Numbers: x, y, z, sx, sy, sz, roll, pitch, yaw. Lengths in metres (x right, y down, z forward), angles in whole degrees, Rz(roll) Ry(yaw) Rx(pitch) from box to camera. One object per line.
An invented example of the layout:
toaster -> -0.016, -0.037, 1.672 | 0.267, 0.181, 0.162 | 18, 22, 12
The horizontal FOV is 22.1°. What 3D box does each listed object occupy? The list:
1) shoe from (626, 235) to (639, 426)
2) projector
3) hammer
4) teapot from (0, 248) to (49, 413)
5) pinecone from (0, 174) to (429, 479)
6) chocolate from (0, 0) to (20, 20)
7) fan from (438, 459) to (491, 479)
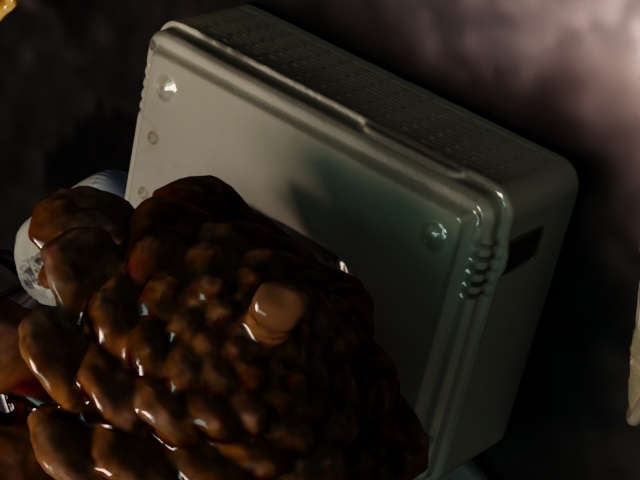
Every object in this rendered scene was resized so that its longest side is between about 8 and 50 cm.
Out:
shoe -> 0.265, 0.083, 0.745 | 0.293, 0.109, 0.149 | 29, 124, 35
projector -> 0.000, 0.000, 0.938 | 0.256, 0.099, 0.192 | 30, 123, 29
hammer -> -0.120, 0.052, 1.085 | 0.116, 0.069, 0.194 | -30, 93, 41
teapot -> -0.210, 0.094, 1.145 | 0.087, 0.096, 0.177 | -14, 95, 42
pinecone -> -0.078, 0.106, 0.816 | 0.244, 0.244, 0.309 | 47, 127, 18
chocolate -> -0.119, -0.270, 0.923 | 0.162, 0.162, 0.445 | 56, 133, 11
fan -> 0.152, 0.214, 0.936 | 0.282, 0.023, 0.057 | 42, 125, 23
